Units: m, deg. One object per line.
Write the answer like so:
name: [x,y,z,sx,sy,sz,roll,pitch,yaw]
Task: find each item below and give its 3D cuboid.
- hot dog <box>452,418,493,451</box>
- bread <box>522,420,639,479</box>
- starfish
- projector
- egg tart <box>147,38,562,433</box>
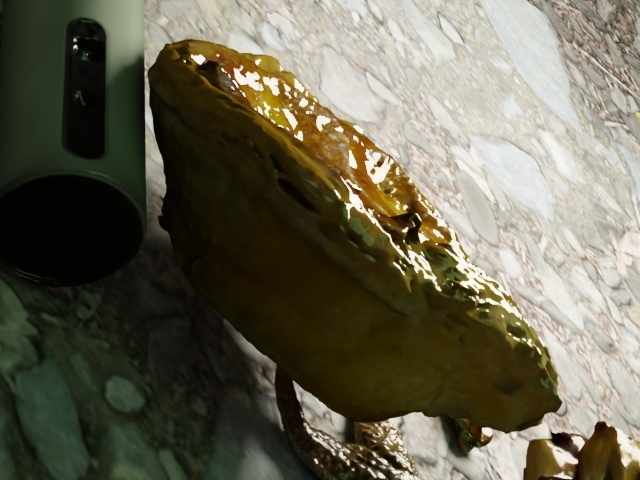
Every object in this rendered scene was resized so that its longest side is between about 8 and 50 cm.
hot dog: [0.123,0.128,1.463,0.049,0.037,0.122,45,31,-41]
bread: [0.337,0.324,1.387,0.314,0.191,0.370,30,34,-39]
starfish: [0.029,0.175,1.246,0.138,0.050,0.247,27,26,-45]
projector: [-0.176,-0.121,1.203,0.108,0.108,0.337,34,33,-33]
egg tart: [0.000,0.000,1.224,0.351,0.153,0.339,37,12,-41]
